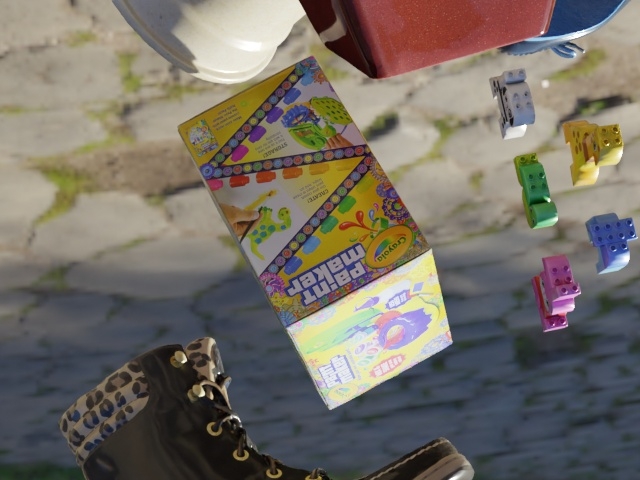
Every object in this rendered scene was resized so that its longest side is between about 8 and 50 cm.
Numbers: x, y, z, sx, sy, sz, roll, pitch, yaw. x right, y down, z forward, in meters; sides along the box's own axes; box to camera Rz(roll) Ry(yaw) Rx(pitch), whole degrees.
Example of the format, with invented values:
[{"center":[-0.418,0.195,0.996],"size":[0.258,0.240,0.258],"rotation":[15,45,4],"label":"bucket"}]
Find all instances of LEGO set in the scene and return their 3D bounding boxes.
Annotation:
[{"center":[0.213,-0.049,1.184],"size":[0.087,0.227,0.093],"rotation":[-10,169,-8],"label":"LEGO set"}]

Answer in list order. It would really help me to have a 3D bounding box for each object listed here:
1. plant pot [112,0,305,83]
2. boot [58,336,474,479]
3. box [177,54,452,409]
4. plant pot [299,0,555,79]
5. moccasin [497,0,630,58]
[{"center":[-0.064,-0.405,1.710],"size":[0.305,0.334,0.333],"rotation":[-26,155,36],"label":"plant pot"},{"center":[-0.068,0.222,1.416],"size":[0.377,0.284,0.138],"rotation":[-31,155,5],"label":"boot"},{"center":[0.000,0.000,1.624],"size":[0.177,0.279,0.290],"rotation":[-28,155,-3],"label":"box"},{"center":[0.085,-0.300,1.338],"size":[0.267,0.236,0.267],"rotation":[-16,-158,-11],"label":"plant pot"},{"center":[0.322,-0.300,1.781],"size":[0.342,0.138,0.117],"rotation":[-28,168,-34],"label":"moccasin"}]
